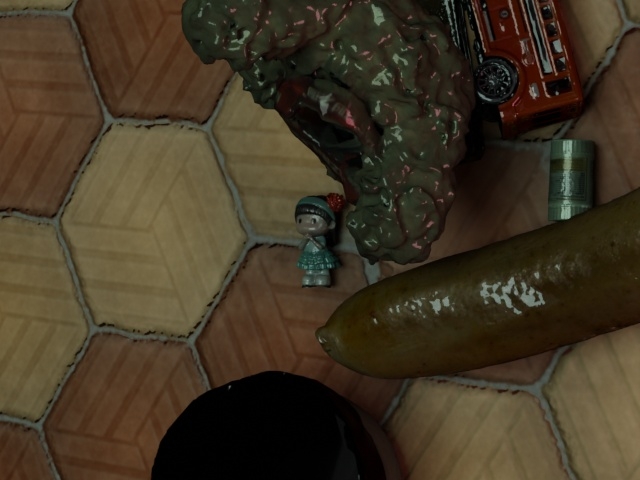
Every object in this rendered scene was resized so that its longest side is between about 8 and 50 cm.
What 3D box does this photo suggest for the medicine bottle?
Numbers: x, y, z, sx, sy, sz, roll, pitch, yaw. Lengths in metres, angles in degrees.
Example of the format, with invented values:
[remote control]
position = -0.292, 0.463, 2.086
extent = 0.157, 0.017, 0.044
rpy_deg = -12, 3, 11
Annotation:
[medicine bottle]
position = 0.256, -0.061, 1.736
extent = 0.047, 0.047, 0.083
rpy_deg = 1, 89, 30

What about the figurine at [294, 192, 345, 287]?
[figurine]
position = 0.000, 0.000, 1.883
extent = 0.060, 0.047, 0.106
rpy_deg = 1, 91, 39

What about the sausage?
[sausage]
position = 0.224, 0.046, 1.701
extent = 0.501, 0.136, 0.123
rpy_deg = -20, 60, 29

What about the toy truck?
[toy truck]
position = 0.191, -0.238, 1.742
extent = 0.114, 0.107, 0.252
rpy_deg = -13, 81, 5

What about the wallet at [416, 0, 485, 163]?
[wallet]
position = 0.113, -0.172, 1.833
extent = 0.110, 0.031, 0.198
rpy_deg = -11, 83, 29

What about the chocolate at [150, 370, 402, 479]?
[chocolate]
position = -0.024, 0.276, 1.808
extent = 0.284, 0.186, 0.283
rpy_deg = -8, 75, 34

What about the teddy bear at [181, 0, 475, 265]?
[teddy bear]
position = -0.005, -0.172, 1.735
extent = 0.224, 0.357, 0.367
rpy_deg = -44, 20, -9
